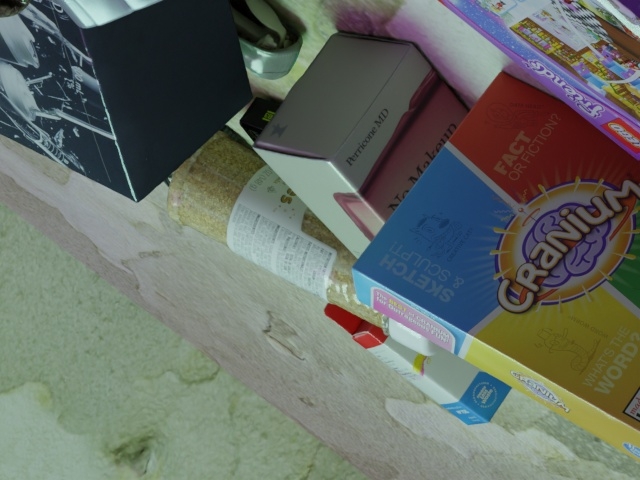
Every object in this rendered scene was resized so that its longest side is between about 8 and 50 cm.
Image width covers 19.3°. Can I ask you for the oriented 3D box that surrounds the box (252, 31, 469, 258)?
[{"bbox_3d":[0.074,-0.070,1.834,0.127,0.149,0.232,15,156,50],"label":"box"}]

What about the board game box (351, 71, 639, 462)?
[{"bbox_3d":[0.223,0.022,1.609,0.316,0.242,0.064,29,158,21],"label":"board game box"}]

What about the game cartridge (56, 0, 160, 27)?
[{"bbox_3d":[-0.124,-0.286,1.469,0.294,0.060,0.196,-20,131,23],"label":"game cartridge"}]

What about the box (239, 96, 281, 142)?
[{"bbox_3d":[0.021,-0.074,2.140,0.184,0.045,0.191,25,162,39],"label":"box"}]

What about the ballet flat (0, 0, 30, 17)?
[{"bbox_3d":[-0.340,-0.245,1.508,0.250,0.058,0.084,28,170,-34],"label":"ballet flat"}]

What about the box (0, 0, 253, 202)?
[{"bbox_3d":[-0.262,-0.258,1.778,0.312,0.179,0.343,24,146,32],"label":"box"}]

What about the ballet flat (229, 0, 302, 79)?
[{"bbox_3d":[-0.108,-0.245,1.889,0.213,0.072,0.068,36,138,-4],"label":"ballet flat"}]

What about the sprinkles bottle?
[{"bbox_3d":[0.000,0.000,2.093,0.355,0.121,0.121,27,163,22],"label":"sprinkles bottle"}]

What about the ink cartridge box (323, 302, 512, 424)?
[{"bbox_3d":[0.135,0.101,2.252,0.231,0.134,0.078,37,166,-8],"label":"ink cartridge box"}]

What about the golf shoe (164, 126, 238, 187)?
[{"bbox_3d":[-0.116,-0.067,2.358,0.273,0.105,0.120,38,172,-7],"label":"golf shoe"}]

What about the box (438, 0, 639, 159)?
[{"bbox_3d":[0.185,-0.184,1.416,0.293,0.057,0.201,38,164,-8],"label":"box"}]
